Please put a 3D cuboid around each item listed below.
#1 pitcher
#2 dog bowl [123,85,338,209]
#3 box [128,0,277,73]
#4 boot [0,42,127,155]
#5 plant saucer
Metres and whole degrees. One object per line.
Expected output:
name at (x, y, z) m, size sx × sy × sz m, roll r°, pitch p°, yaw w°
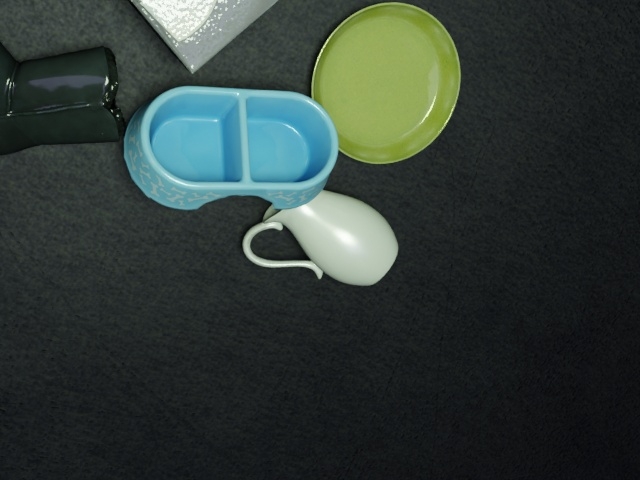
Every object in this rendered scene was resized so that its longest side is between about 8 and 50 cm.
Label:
pitcher at (0.000, 0.000, 1.113) m, size 0.207 × 0.125 × 0.177 m, roll 35°, pitch 104°, yaw -17°
dog bowl at (-0.112, -0.129, 0.973) m, size 0.297 × 0.074 × 0.165 m, roll -1°, pitch 82°, yaw -20°
box at (-0.130, -0.360, 0.906) m, size 0.247 × 0.142 × 0.163 m, roll -41°, pitch 118°, yaw 0°
boot at (-0.367, -0.226, 0.905) m, size 0.207 × 0.094 × 0.246 m, roll -13°, pitch 121°, yaw -9°
plant saucer at (0.097, -0.238, 1.091) m, size 0.241 × 0.037 × 0.240 m, roll -7°, pitch 113°, yaw -17°
